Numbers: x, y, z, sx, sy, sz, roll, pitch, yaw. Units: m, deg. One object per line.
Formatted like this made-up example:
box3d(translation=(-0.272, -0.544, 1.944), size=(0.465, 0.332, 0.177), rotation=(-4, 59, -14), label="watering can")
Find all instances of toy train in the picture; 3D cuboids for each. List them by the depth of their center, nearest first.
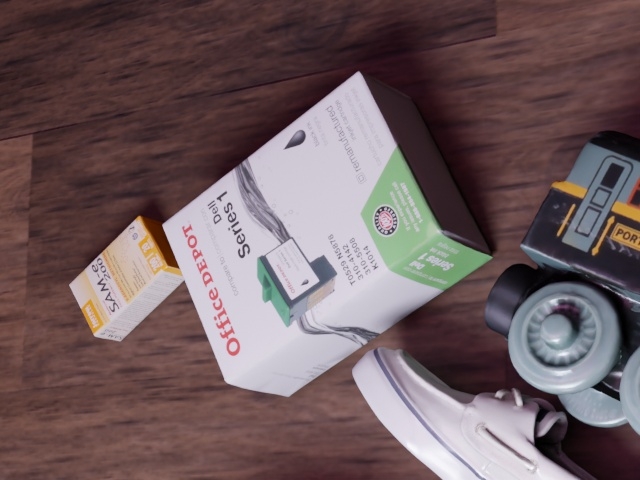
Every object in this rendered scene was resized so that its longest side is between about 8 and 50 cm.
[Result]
box3d(translation=(0.269, 0.057, 0.941), size=(0.334, 0.142, 0.190), rotation=(24, 84, 35), label="toy train")

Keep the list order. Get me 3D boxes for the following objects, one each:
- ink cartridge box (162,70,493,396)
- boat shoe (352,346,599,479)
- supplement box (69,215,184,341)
box3d(translation=(0.000, 0.000, 1.152), size=(0.219, 0.092, 0.160), rotation=(-37, 62, 22), label="ink cartridge box")
box3d(translation=(0.137, 0.149, 1.029), size=(0.267, 0.096, 0.088), rotation=(42, 99, 32), label="boat shoe")
box3d(translation=(-0.169, 0.034, 1.292), size=(0.098, 0.036, 0.062), rotation=(-43, 59, 19), label="supplement box")
